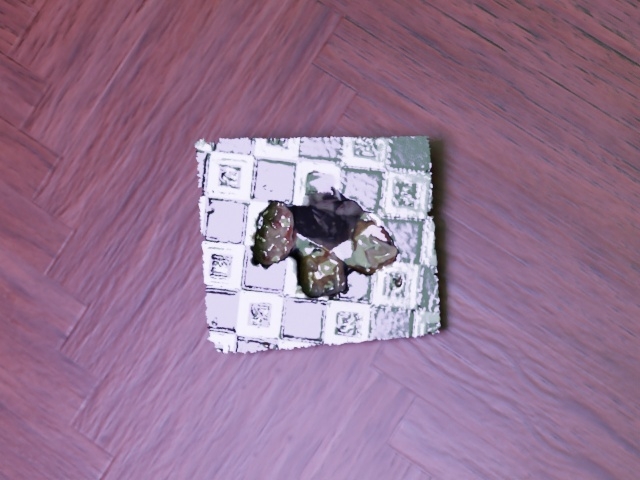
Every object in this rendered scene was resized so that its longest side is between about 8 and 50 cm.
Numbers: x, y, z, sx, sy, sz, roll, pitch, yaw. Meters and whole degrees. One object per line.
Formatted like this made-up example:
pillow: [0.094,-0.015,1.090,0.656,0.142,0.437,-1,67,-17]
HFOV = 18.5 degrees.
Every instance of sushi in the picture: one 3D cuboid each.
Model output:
sushi: [0.000,0.000,1.747,0.210,0.040,0.192,-3,90,9]
